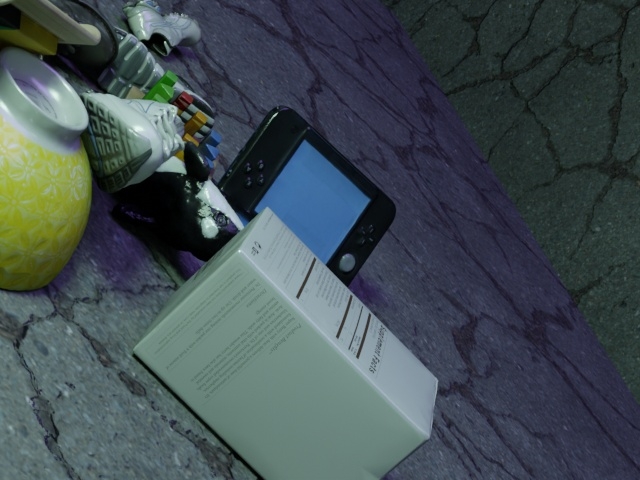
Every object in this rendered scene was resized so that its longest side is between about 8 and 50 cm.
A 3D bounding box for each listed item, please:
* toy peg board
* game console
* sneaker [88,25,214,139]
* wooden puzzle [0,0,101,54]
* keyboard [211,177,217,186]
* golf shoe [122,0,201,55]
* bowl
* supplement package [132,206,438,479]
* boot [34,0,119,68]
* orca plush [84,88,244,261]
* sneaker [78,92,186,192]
[{"bbox_3d":[-0.197,-0.143,1.912,0.160,0.079,0.161,39,29,-16],"label":"toy peg board"},{"bbox_3d":[0.000,0.000,1.949,0.293,0.250,0.173,40,-8,-39],"label":"game console"},{"bbox_3d":[-0.259,-0.235,2.042,0.229,0.086,0.132,41,6,-19],"label":"sneaker"},{"bbox_3d":[-0.362,-0.223,1.414,0.239,0.221,0.044,9,86,-79],"label":"wooden puzzle"},{"bbox_3d":[-0.173,-0.083,1.985,0.180,0.023,0.108,46,18,-3],"label":"keyboard"},{"bbox_3d":[-0.255,-0.333,2.290,0.176,0.069,0.086,15,57,-55],"label":"golf shoe"},{"bbox_3d":[-0.333,-0.106,1.441,0.289,0.156,0.289,42,19,-18],"label":"bowl"},{"bbox_3d":[-0.032,0.141,1.577,0.293,0.177,0.175,46,17,-7],"label":"supplement package"},{"bbox_3d":[-0.372,-0.250,1.804,0.263,0.091,0.229,32,29,-31],"label":"boot"},{"bbox_3d":[-0.216,-0.069,1.731,0.102,0.151,0.287,-28,77,-40],"label":"orca plush"},{"bbox_3d":[-0.210,-0.124,1.574,0.297,0.129,0.111,-152,-129,-71],"label":"sneaker"}]
